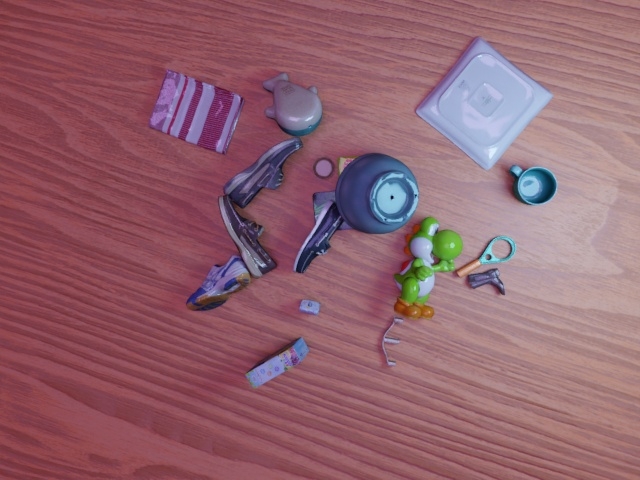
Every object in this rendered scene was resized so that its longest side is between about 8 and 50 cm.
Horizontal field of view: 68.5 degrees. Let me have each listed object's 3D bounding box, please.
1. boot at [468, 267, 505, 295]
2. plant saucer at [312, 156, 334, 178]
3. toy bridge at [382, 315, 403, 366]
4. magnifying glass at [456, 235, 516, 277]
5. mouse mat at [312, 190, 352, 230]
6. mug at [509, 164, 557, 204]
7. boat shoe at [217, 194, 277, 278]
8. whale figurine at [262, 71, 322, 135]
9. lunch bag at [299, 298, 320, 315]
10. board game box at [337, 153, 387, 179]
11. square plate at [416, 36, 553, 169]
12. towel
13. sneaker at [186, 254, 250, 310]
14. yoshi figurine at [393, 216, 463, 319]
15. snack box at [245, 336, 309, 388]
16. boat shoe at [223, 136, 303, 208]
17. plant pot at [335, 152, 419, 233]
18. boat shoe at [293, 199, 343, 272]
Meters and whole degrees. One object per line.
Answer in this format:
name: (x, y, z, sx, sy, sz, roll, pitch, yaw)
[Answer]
boot: (0.600, 0.162, 1.704, 0.114, 0.037, 0.106, -17, 77, 5)
plant saucer: (0.012, -0.272, 1.768, 0.084, 0.015, 0.083, 0, 92, 8)
toy bridge: (0.265, 0.375, 1.763, 0.063, 0.026, 0.188, 9, 94, 8)
magnifying glass: (0.599, 0.065, 1.702, 0.231, 0.026, 0.092, -32, 87, 6)
mouse mat: (0.068, -0.114, 1.774, 0.190, 0.007, 0.152, -6, 92, 8)
mug: (0.738, -0.200, 1.639, 0.130, 0.097, 0.157, -17, 90, 8)
boat shoe: (-0.268, -0.027, 1.756, 0.123, 0.123, 0.342, -26, 101, -2)
whale figurine: (-0.106, -0.496, 1.728, 0.216, 0.141, 0.272, -31, 66, -11)
lunch bag: (-0.039, 0.252, 1.766, 0.071, 0.083, 0.053, 12, 95, 7)
board game box: (0.156, -0.265, 1.736, 0.181, 0.043, 0.092, -2, 93, 7)
square plate: (0.582, -0.490, 1.669, 0.344, 0.049, 0.347, 40, 96, 3)
towel: (-0.481, -0.495, 1.810, 0.329, 0.037, 0.237, 21, 96, 6)
sneaker: (-0.398, 0.166, 1.811, 0.296, 0.112, 0.131, -30, 59, 15)
yoshi figurine: (0.395, 0.102, 1.662, 0.203, 0.203, 0.362, 12, 92, -9)
snack box: (-0.156, 0.451, 1.745, 0.207, 0.174, 0.070, -30, 86, 8)
boat shoe: (-0.196, -0.248, 1.753, 0.355, 0.132, 0.130, -35, 98, 16)
plant pot: (0.216, -0.152, 1.609, 0.293, 0.196, 0.293, -2, 101, -13)
boat shoe: (0.000, 0.000, 1.731, 0.091, 0.114, 0.302, 29, 101, 8)
